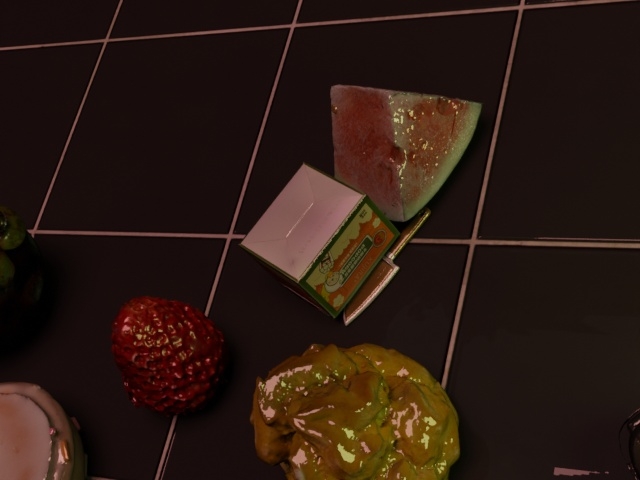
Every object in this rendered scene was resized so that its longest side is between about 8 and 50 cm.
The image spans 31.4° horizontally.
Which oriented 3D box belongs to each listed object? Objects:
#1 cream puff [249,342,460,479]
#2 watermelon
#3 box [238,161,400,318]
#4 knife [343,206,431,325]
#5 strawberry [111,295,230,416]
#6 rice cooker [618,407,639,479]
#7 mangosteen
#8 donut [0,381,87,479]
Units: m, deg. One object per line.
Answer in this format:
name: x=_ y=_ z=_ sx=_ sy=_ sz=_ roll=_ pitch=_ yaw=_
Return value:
cream puff: x=0.043 y=0.292 z=1.759 sx=0.291 sy=0.257 sz=0.324 roll=-39 pitch=52 yaw=7
watermelon: x=0.125 y=-0.182 z=2.021 sx=0.213 sy=0.201 sz=0.261 roll=19 pitch=77 yaw=43
box: x=0.000 y=0.000 z=2.010 sx=0.177 sy=0.148 sz=0.195 roll=30 pitch=78 yaw=43
knife: x=0.116 y=0.044 z=2.006 sx=0.046 sy=0.022 sz=0.256 roll=34 pitch=82 yaw=33
strawberry: x=-0.283 y=0.187 z=1.994 sx=0.205 sy=0.244 sz=0.205 roll=-15 pitch=55 yaw=23
rice cooker: x=0.509 y=0.311 z=1.580 sx=0.142 sy=0.118 sz=0.203 roll=-34 pitch=53 yaw=7
mangosteen: x=-0.696 y=0.054 z=2.227 sx=0.306 sy=0.359 sz=0.306 roll=4 pitch=59 yaw=-7
donut: x=-0.589 y=0.443 z=2.072 sx=0.383 sy=0.142 sz=0.382 roll=-14 pitch=57 yaw=22
